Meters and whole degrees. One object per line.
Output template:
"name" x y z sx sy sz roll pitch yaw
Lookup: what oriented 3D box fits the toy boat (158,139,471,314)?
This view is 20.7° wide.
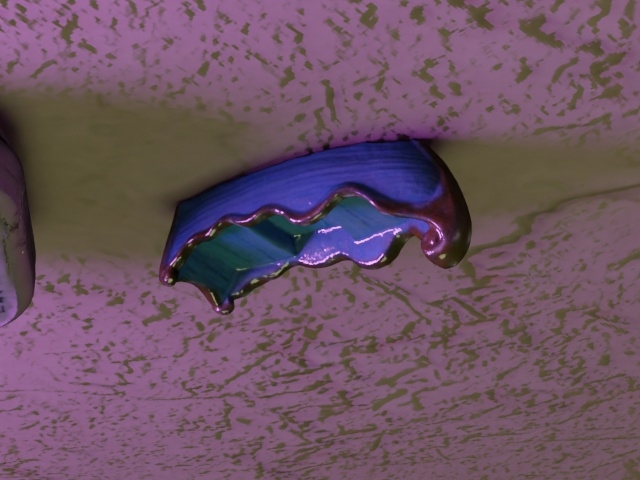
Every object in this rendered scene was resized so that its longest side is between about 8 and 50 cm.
"toy boat" 0.000 0.000 0.956 0.185 0.077 0.075 -17 150 28

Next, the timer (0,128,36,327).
"timer" -0.249 -0.009 0.929 0.191 0.069 0.208 1 155 -6
